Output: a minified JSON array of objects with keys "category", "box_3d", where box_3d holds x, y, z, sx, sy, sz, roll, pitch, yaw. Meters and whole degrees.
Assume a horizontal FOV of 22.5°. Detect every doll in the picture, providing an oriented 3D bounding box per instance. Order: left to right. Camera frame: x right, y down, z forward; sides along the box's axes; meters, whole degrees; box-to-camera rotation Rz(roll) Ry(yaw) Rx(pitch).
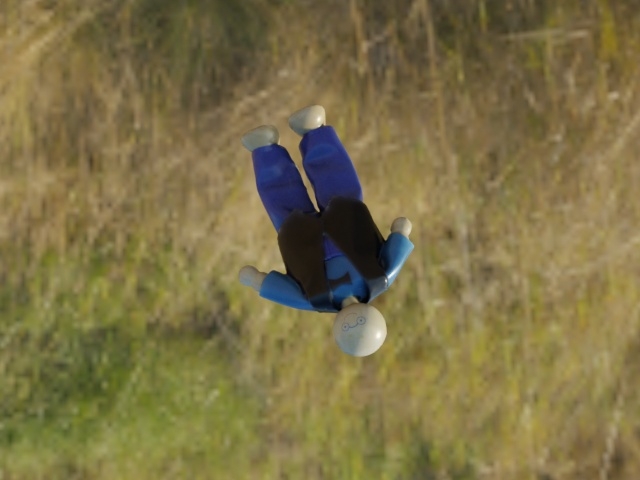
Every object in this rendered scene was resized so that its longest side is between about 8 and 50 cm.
[{"category":"doll","box_3d":[0.000,0.000,1.145,0.129,0.189,0.046,-22,155,-1]}]
